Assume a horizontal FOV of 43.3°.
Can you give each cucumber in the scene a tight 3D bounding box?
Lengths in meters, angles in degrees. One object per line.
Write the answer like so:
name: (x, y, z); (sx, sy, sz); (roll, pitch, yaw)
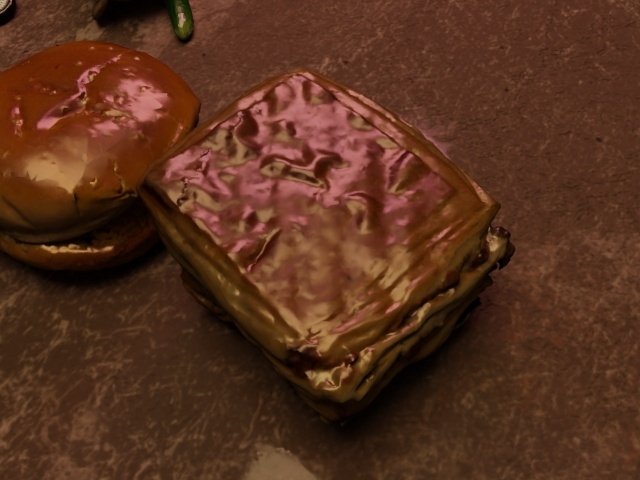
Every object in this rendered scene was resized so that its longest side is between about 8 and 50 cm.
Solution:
cucumber: (-0.214, -0.355, 1.206); (0.037, 0.037, 0.155); (-17, 53, -6)

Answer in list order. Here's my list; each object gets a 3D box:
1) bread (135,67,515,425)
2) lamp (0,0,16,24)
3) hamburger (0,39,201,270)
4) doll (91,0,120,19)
bread: (0.000, 0.000, 0.822); (0.277, 0.167, 0.324); (-40, 67, -22)
lamp: (-0.495, -0.491, 1.348); (0.130, 0.108, 0.371); (-2, 66, -9)
hamburger: (-0.292, -0.113, 0.948); (0.314, 0.170, 0.290); (23, 52, 25)
doll: (-0.292, -0.494, 1.244); (0.174, 0.235, 0.329); (23, 42, -26)
